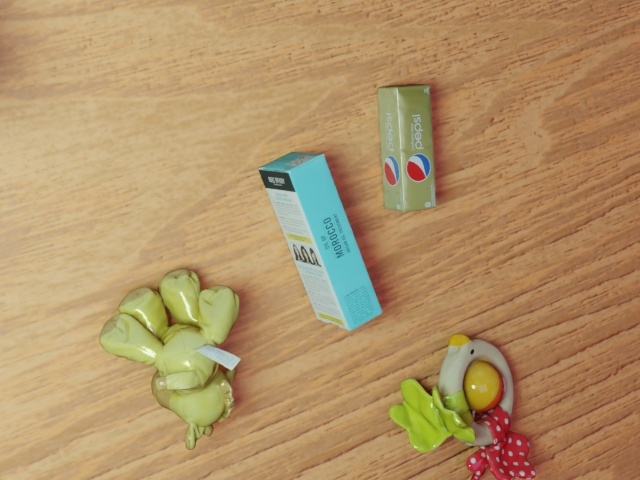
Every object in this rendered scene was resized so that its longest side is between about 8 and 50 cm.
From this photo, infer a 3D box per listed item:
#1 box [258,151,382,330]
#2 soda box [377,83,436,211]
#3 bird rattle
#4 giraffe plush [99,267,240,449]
[{"bbox_3d":[0.000,0.000,1.499,0.060,0.100,0.244,-28,108,-23],"label":"box"},{"bbox_3d":[0.126,-0.135,1.567,0.058,0.061,0.181,-9,100,-25],"label":"soda box"},{"bbox_3d":[0.246,0.256,1.648,0.253,0.143,0.207,26,68,-30],"label":"bird rattle"},{"bbox_3d":[-0.170,0.167,1.412,0.181,0.210,0.171,-31,138,-24],"label":"giraffe plush"}]
